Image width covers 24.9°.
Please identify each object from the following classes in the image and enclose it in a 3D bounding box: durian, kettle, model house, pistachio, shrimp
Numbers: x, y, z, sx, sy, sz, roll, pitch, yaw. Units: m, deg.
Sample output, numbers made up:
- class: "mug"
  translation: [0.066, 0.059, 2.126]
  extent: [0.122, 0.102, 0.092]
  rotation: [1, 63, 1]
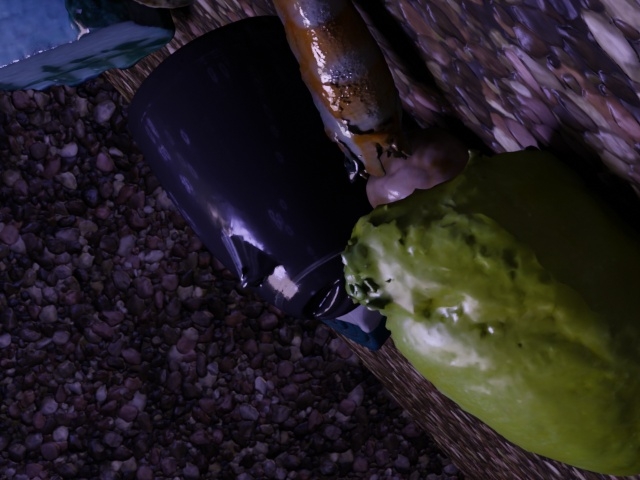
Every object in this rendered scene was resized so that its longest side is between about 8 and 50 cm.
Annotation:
- class: "durian"
  translation: [0.187, 0.061, 1.158]
  extent: [0.339, 0.204, 0.256]
  rotation: [37, -174, 3]
- class: "kettle"
  translation: [-0.013, -0.060, 1.461]
  extent: [0.290, 0.268, 0.207]
  rotation: [57, 140, 22]
- class: "model house"
  translation: [-0.361, -0.379, 1.869]
  extent: [0.329, 0.251, 0.295]
  rotation: [68, -163, 1]
- class: "pistachio"
  translation: [0.104, -0.048, 1.344]
  extent: [0.185, 0.126, 0.108]
  rotation: [174, 94, -84]
- class: "shrimp"
  translation: [-0.024, -0.198, 1.278]
  extent: [0.287, 0.068, 0.185]
  rotation: [49, 164, 32]

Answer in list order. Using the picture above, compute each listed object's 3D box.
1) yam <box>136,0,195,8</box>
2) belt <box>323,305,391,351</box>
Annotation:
- class: "yam"
  translation: [-0.185, -0.316, 1.277]
  extent: [0.268, 0.161, 0.161]
  rotation: [39, 170, 49]
- class: "belt"
  translation: [0.000, -0.001, 1.903]
  extent: [0.300, 0.173, 0.436]
  rotation: [38, 177, -6]
